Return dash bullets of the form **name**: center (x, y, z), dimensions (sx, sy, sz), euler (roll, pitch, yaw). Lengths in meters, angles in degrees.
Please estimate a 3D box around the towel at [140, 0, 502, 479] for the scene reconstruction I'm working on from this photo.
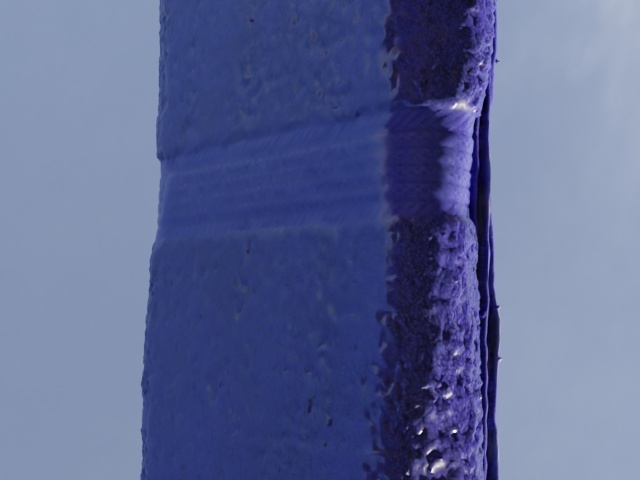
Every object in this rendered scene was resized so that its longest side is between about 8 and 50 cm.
- **towel**: center (0.000, 0.000, 0.578), dimensions (0.076, 0.227, 0.308), euler (7, -97, -34)
